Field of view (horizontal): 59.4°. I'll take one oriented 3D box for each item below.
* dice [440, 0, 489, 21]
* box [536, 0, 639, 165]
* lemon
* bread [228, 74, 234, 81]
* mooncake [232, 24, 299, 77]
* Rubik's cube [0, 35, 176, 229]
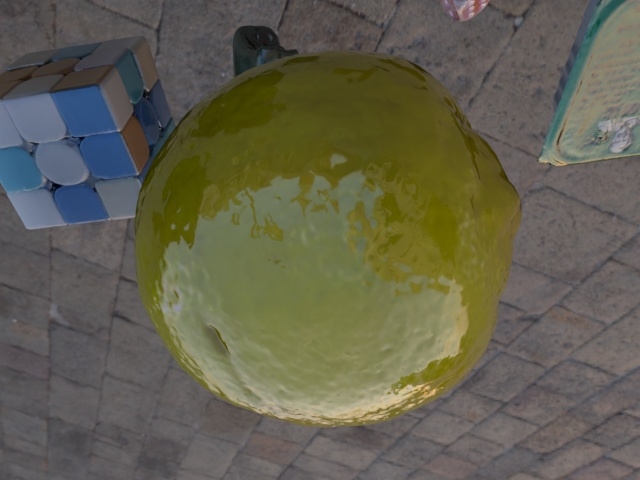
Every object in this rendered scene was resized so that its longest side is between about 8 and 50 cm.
[{"bbox_3d":[0.318,-0.552,1.244,0.094,0.091,0.093,-37,165,7],"label":"dice"},{"bbox_3d":[0.481,-0.276,0.863,0.264,0.106,0.337,-7,143,-5],"label":"box"},{"bbox_3d":[0.000,0.000,0.506,0.347,0.348,0.348,6,135,6],"label":"lemon"},{"bbox_3d":[-0.228,-0.457,1.692,0.053,0.072,0.106,17,134,31],"label":"bread"},{"bbox_3d":[-0.107,-0.339,1.082,0.104,0.175,0.168,-15,164,-19],"label":"mooncake"},{"bbox_3d":[-0.582,-0.269,1.395,0.346,0.344,0.347,-7,127,9],"label":"Rubik's cube"}]
